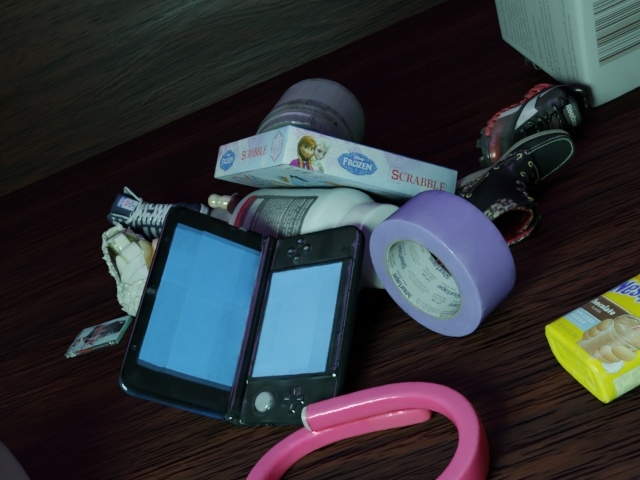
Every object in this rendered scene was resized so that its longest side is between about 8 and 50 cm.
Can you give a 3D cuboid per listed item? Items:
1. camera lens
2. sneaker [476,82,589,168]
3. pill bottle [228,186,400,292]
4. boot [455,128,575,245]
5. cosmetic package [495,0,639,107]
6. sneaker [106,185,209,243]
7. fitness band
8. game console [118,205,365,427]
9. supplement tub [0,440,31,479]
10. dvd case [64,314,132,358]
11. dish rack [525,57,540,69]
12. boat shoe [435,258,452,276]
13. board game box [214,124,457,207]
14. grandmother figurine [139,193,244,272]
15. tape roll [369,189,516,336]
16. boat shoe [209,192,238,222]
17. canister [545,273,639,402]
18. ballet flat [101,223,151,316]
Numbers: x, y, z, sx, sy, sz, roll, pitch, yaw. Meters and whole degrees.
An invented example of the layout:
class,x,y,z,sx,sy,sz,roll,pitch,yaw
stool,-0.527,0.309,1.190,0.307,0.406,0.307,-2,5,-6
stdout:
class,x,y,z,sx,sy,sz,roll,pitch,yaw
camera lens,-0.023,-0.226,1.726,0.219,0.219,0.274,-15,25,22
sneaker,0.406,-0.217,1.434,0.276,0.098,0.135,-37,24,-30
pill bottle,0.000,0.000,1.277,0.176,0.176,0.318,-40,27,-31
boot,0.331,-0.081,1.242,0.236,0.085,0.178,-29,25,5
cosmetic package,0.573,-0.547,1.570,0.327,0.329,0.394,-26,40,-1
sneaker,-0.382,-0.059,1.757,0.282,0.153,0.099,-13,45,49
fitness band,0.044,0.252,0.855,0.291,0.054,0.209,-18,24,18
game console,-0.098,0.089,1.050,0.250,0.173,0.293,-11,56,33
supplement tub,-0.494,0.388,0.861,0.331,0.241,0.241,-29,23,-10
dvd case,-0.437,0.190,1.515,0.119,0.013,0.087,-18,24,17
dish rack,0.596,-0.481,1.848,0.208,0.074,0.271,-14,27,26
boat shoe,0.177,0.051,1.162,0.137,0.043,0.049,-25,21,-2
board game box,0.017,-0.116,1.345,0.318,0.066,0.318,12,-5,-27
grandmother figurine,-0.165,0.000,1.471,0.342,0.208,0.104,-14,-13,-12
tape roll,0.161,0.032,1.034,0.080,0.189,0.189,-37,26,-27
boat shoe,-0.185,-0.045,1.676,0.095,0.079,0.254,-45,17,-6
canister,0.353,0.097,0.852,0.170,0.073,0.126,-28,23,-4
ballet flat,-0.389,0.054,1.607,0.147,0.147,0.409,-33,25,-17
